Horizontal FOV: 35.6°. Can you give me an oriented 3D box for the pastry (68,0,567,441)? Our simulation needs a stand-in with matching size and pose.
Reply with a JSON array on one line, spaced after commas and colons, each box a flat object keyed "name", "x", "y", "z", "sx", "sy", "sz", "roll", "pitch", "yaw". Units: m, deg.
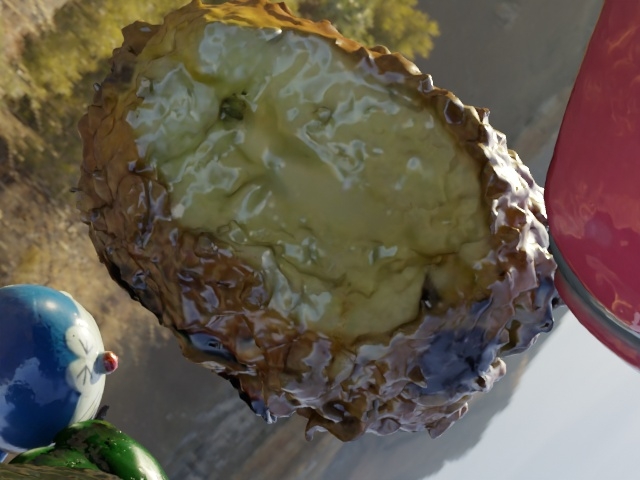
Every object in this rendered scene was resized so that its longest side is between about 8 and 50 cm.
[{"name": "pastry", "x": -0.009, "y": -0.001, "z": 0.826, "sx": 0.292, "sy": 0.405, "sz": 0.337, "roll": -58, "pitch": 173, "yaw": -14}]

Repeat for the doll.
[{"name": "doll", "x": -0.298, "y": 0.147, "z": 1.004, "sx": 0.257, "sy": 0.161, "sz": 0.215, "roll": 140, "pitch": -36, "yaw": -64}]

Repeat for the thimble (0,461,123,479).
[{"name": "thimble", "x": -0.201, "y": 0.257, "z": 0.569, "sx": 0.271, "sy": 0.271, "sz": 0.150, "roll": -50, "pitch": 144, "yaw": 17}]

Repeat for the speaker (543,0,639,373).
[{"name": "speaker", "x": 0.237, "y": -0.058, "z": 0.486, "sx": 0.294, "sy": 0.294, "sz": 0.294, "roll": -46, "pitch": 171, "yaw": -10}]

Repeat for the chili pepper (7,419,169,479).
[{"name": "chili pepper", "x": -0.205, "y": 0.313, "z": 0.877, "sx": 0.233, "sy": 0.257, "sz": 0.248, "roll": -32, "pitch": 164, "yaw": -37}]
